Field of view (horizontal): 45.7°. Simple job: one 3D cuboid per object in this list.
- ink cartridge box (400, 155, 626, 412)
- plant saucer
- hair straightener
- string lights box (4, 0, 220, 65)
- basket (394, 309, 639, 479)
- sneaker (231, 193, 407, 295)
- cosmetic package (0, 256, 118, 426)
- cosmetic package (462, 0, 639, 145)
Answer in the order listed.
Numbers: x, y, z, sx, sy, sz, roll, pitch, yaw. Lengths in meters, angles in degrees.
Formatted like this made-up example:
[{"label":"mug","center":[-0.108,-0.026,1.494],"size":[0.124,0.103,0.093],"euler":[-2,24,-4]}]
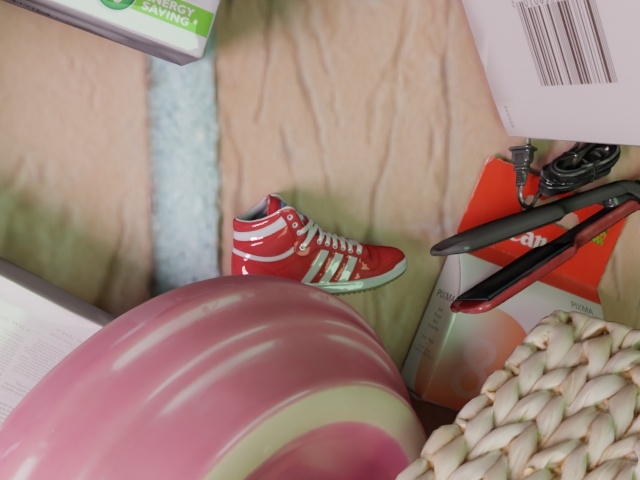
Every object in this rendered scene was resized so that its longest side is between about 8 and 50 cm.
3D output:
[{"label":"ink cartridge box","center":[0.155,0.047,0.556],"size":[0.146,0.045,0.179],"euler":[20,95,-23]},{"label":"plant saucer","center":[-0.040,0.187,0.414],"size":[0.332,0.084,0.331],"euler":[-16,112,-45]},{"label":"hair straightener","center":[0.171,-0.035,0.530],"size":[0.231,0.047,0.089],"euler":[-26,97,-20]},{"label":"string lights box","center":[-0.090,-0.238,0.390],"size":[0.134,0.077,0.259],"euler":[16,94,-21]},{"label":"basket","center":[0.168,0.259,0.398],"size":[0.328,0.267,0.331],"euler":[-31,129,-41]},{"label":"sneaker","center":[0.000,0.000,0.489],"size":[0.119,0.042,0.066],"euler":[-9,107,-17]},{"label":"cosmetic package","center":[-0.166,0.076,0.431],"size":[0.239,0.060,0.098],"euler":[34,83,-23]},{"label":"cosmetic package","center":[0.295,-0.197,0.480],"size":[0.366,0.197,0.155],"euler":[-28,108,-15]}]
